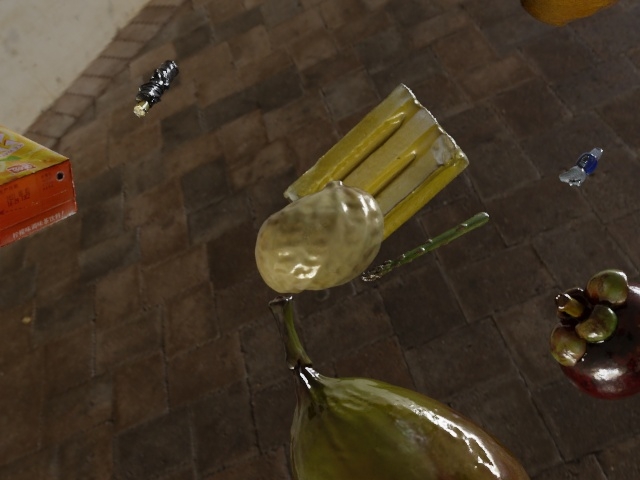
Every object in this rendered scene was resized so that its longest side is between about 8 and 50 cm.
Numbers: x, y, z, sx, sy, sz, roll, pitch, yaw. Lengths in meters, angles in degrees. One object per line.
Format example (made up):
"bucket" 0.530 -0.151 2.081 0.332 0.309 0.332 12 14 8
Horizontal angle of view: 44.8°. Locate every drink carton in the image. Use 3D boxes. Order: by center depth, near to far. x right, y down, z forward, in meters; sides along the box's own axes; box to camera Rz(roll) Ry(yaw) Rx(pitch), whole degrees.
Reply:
"drink carton" -0.363 -0.076 0.803 0.223 0.071 0.096 24 38 28

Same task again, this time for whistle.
"whistle" 0.368 -0.105 1.090 0.033 0.029 0.083 31 60 32

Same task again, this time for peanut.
"peanut" 0.000 0.000 0.895 0.159 0.109 0.140 -31 5 -12

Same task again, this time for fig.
"fig" 0.038 0.160 0.594 0.170 0.274 0.145 -44 -10 36

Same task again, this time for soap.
"soap" 0.102 -0.113 1.446 0.315 0.091 0.199 -42 60 11

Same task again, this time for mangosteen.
"mangosteen" 0.416 0.133 1.129 0.200 0.200 0.200 -16 44 16

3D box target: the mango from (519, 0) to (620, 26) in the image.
"mango" 0.189 -0.243 0.546 0.136 0.236 0.166 22 87 15

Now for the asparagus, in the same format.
"asparagus" 0.172 0.010 1.252 0.248 0.025 0.024 -26 50 -20

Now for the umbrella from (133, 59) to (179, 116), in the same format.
"umbrella" -0.278 -0.256 1.299 0.040 0.037 0.144 16 44 2
